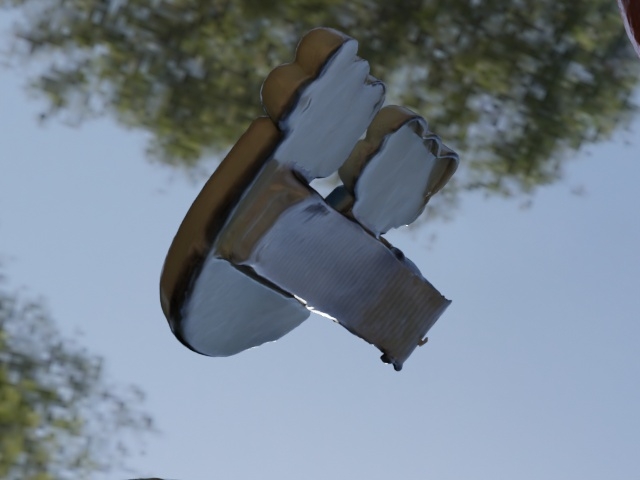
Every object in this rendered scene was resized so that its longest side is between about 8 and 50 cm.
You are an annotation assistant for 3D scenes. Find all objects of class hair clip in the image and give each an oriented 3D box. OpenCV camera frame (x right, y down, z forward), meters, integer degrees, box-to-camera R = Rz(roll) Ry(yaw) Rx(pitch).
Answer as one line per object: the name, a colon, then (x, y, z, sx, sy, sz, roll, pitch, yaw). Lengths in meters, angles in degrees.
hair clip: (0.000, 0.000, 0.840, 0.140, 0.220, 0.054, -47, -115, 4)

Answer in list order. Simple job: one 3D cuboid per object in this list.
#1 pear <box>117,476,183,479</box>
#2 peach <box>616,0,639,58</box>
pear: (-0.125, 0.300, 1.215, 0.314, 0.314, 0.314, -18, -116, 43)
peach: (0.250, -0.148, 0.943, 0.231, 0.231, 0.231, -18, -116, 43)
